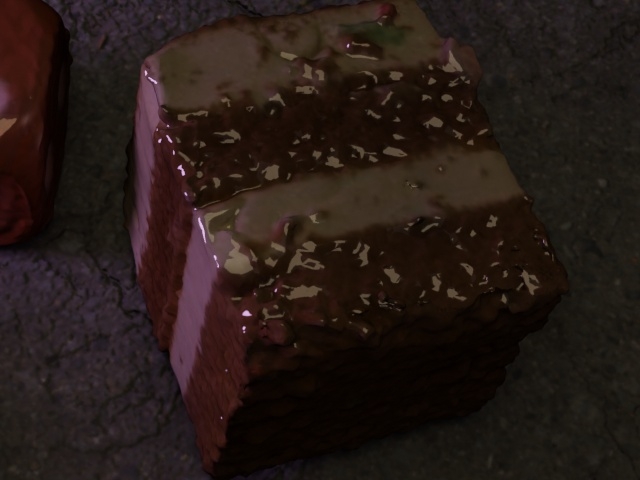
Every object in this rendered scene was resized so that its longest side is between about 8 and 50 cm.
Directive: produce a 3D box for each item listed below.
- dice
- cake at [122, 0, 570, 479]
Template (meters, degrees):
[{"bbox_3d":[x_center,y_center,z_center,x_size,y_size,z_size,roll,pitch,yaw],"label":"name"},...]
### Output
[{"bbox_3d":[-0.298,-0.108,1.227,0.173,0.175,0.179,9,60,-1],"label":"dice"},{"bbox_3d":[0.000,0.000,1.154,0.255,0.282,0.290,-11,61,-18],"label":"cake"}]
